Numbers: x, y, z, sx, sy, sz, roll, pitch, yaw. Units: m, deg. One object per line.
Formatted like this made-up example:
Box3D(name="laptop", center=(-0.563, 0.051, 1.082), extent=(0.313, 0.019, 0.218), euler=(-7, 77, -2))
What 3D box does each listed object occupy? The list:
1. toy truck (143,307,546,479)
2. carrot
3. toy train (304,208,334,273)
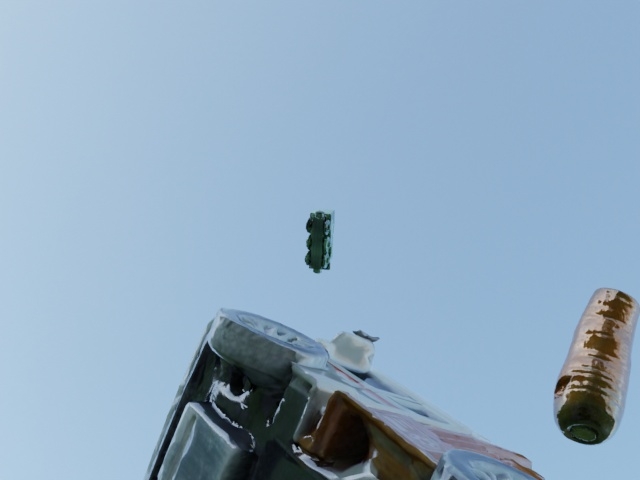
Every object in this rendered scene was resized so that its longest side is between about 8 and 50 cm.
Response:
Box3D(name="toy truck", center=(0.066, 0.177, 0.372), extent=(0.207, 0.387, 0.173), euler=(21, -87, -37))
Box3D(name="carrot", center=(0.336, 0.153, 0.936), extent=(0.087, 0.193, 0.087), euler=(19, -34, 13))
Box3D(name="toy train", center=(0.000, 0.000, 1.008), extent=(0.033, 0.053, 0.083), euler=(4, -76, 12))
